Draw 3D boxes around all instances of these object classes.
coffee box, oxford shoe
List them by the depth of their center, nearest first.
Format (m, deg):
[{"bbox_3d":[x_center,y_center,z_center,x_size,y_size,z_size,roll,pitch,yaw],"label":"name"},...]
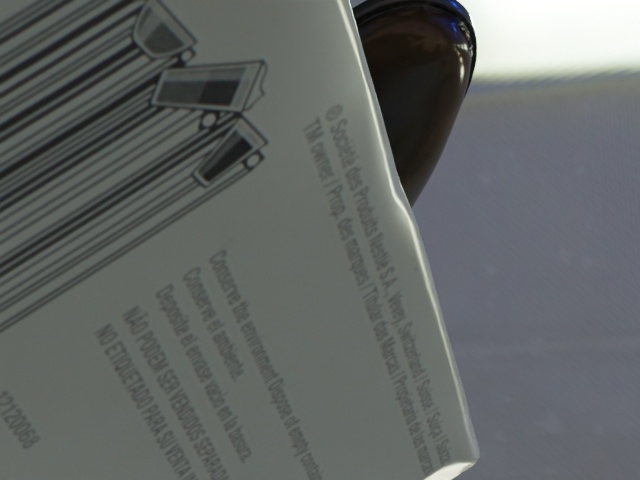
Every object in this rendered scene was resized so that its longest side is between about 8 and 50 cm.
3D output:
[{"bbox_3d":[-0.202,-0.033,0.575,0.338,0.338,0.334,-33,-126,-11],"label":"coffee box"},{"bbox_3d":[0.000,0.000,0.805,0.227,0.082,0.096,-58,-155,24],"label":"oxford shoe"}]
